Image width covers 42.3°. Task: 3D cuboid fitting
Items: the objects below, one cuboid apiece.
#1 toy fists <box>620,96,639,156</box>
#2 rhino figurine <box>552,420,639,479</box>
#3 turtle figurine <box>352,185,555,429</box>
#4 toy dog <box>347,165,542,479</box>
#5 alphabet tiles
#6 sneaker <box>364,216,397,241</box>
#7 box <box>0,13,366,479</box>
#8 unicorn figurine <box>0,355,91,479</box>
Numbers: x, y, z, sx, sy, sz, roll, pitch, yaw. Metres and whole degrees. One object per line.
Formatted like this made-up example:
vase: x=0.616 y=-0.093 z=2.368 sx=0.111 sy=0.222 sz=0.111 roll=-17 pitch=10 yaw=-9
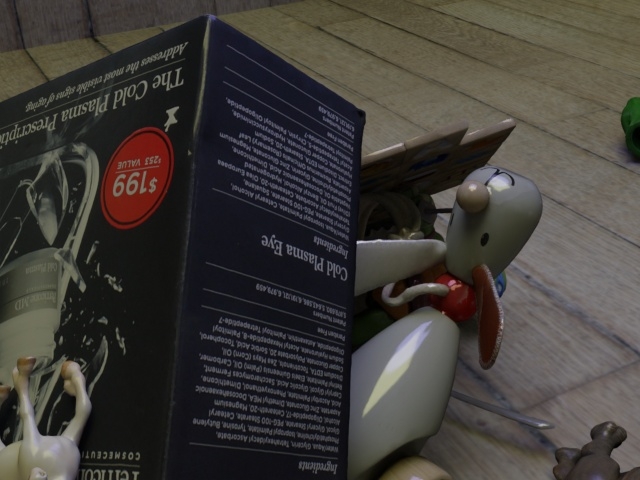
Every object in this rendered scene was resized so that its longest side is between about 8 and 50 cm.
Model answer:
toy fists: x=0.622 y=-0.174 z=1.310 sx=0.279 sy=0.096 sz=0.142 roll=11 pitch=42 yaw=22
rhino figurine: x=0.306 y=0.219 z=0.656 sx=0.244 sy=0.073 sz=0.106 roll=10 pitch=28 yaw=19
turtle figurine: x=0.072 y=0.055 z=0.848 sx=0.267 sy=0.197 sz=0.274 roll=-9 pitch=24 yaw=1
toy dog: x=0.055 y=0.086 z=0.676 sx=0.220 sy=0.333 sz=0.161 roll=3 pitch=-12 yaw=35
alphabet tiles: x=0.045 y=-0.045 z=0.859 sx=0.285 sy=0.011 sz=0.342 roll=-19 pitch=-8 yaw=-3
sneaker: x=0.000 y=0.000 z=1.084 sx=0.276 sy=0.106 sz=0.110 roll=-2 pitch=9 yaw=-7
box: x=-0.156 y=0.047 z=0.634 sx=0.343 sy=0.312 sz=0.179 roll=-11 pitch=-21 yaw=37
unicorn figurine: x=-0.169 y=0.125 z=0.469 sx=0.060 sy=0.162 sz=0.111 roll=10 pitch=61 yaw=-35
